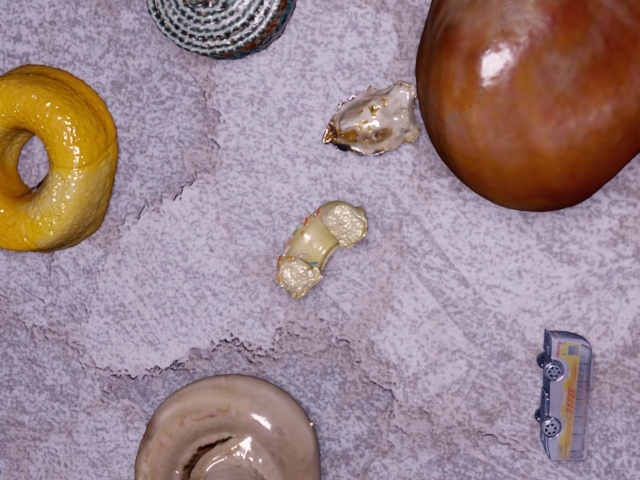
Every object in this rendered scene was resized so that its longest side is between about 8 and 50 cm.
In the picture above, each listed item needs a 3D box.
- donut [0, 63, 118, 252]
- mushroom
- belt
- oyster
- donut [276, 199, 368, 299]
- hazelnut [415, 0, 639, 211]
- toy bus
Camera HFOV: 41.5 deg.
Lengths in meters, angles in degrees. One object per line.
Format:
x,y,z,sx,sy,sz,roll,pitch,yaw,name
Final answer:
-0.460,-0.122,1.313,0.302,0.110,0.303,2,100,9,donut
-0.144,0.353,1.236,0.292,0.290,0.293,1,99,5,mushroom
-0.128,-0.401,1.184,0.206,0.160,0.295,22,102,6,belt
0.072,-0.174,1.239,0.148,0.051,0.103,-10,94,-4,oyster
-0.002,0.000,1.247,0.065,0.108,0.166,37,106,-19,donut
0.274,-0.219,1.050,0.365,0.366,0.366,2,99,10,hazelnut
0.359,0.228,1.245,0.075,0.064,0.191,1,99,4,toy bus
